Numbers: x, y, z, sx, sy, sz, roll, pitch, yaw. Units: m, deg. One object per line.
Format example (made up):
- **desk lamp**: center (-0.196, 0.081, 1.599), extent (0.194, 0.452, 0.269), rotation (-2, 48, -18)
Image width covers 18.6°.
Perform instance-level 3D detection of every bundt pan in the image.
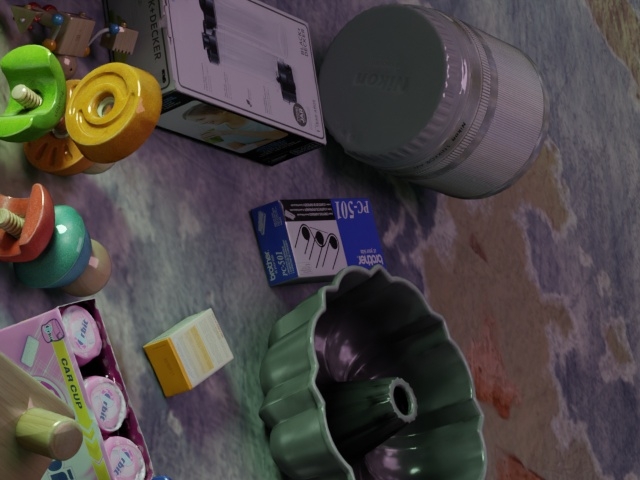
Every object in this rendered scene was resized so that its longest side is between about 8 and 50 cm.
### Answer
- **bundt pan**: center (0.049, 0.200, 2.238), extent (0.331, 0.124, 0.331), rotation (31, 48, -41)

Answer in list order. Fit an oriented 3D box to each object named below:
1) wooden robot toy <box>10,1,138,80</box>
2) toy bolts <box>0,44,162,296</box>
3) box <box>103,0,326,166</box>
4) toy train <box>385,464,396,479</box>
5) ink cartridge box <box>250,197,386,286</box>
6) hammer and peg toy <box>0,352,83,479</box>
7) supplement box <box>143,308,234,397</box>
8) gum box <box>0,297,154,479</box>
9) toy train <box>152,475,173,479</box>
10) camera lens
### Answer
- **wooden robot toy**: center (-0.272, -0.203, 2.056), extent (0.173, 0.076, 0.079), rotation (2, 106, -57)
- **toy bolts**: center (-0.226, -0.056, 1.913), extent (0.158, 0.218, 0.228), rotation (38, 61, -50)
- **box**: center (-0.120, -0.202, 2.249), extent (0.290, 0.087, 0.169), rotation (16, 60, -54)
- **toy train**: center (0.078, 0.306, 2.329), extent (0.017, 0.023, 0.083), rotation (43, 40, -38)
- **ink cartridge box**: center (0.000, 0.000, 2.361), extent (0.207, 0.046, 0.097), rotation (-2, 76, -58)
- **hammer and peg toy**: center (-0.380, 0.156, 1.528), extent (0.361, 0.127, 0.266), rotation (43, 69, -37)
- **supplement box**: center (-0.140, 0.120, 2.080), extent (0.098, 0.036, 0.062), rotation (-33, 101, -58)
- **gum box**: center (-0.239, 0.161, 1.834), extent (0.062, 0.107, 0.188), rotation (-16, 87, -59)
- **toy train**: center (-0.149, 0.366, 1.880), extent (0.143, 0.105, 0.248), rotation (48, 35, -54)
- **camera lens**: center (0.153, -0.179, 2.534), extent (0.274, 0.219, 0.219), rotation (16, 59, -54)
